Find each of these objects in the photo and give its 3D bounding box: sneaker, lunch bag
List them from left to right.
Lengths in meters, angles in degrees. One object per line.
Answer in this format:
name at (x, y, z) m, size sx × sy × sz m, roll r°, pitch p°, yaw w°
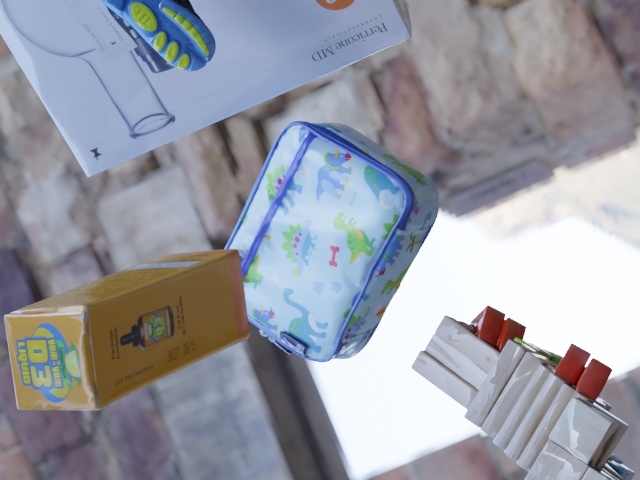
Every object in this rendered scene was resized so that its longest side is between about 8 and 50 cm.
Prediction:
sneaker at (-0.173, -0.235, 1.671) m, size 0.188 × 0.067 × 0.078 m, roll 49°, pitch 180°, yaw -13°
lunch bag at (0.000, 0.000, 1.772) m, size 0.176 × 0.219 × 0.090 m, roll 36°, pitch -162°, yaw 24°

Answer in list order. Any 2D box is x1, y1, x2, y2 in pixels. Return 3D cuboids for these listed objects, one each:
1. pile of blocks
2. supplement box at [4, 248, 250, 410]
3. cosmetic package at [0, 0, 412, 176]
pile of blocks at (0.217, 0.147, 1.599) m, size 0.149 × 0.112 × 0.362 m, roll 27°, pitch -172°, yaw -25°
supplement box at (-0.141, 0.064, 1.347) m, size 0.233 × 0.080 × 0.078 m, roll -22°, pitch -72°, yaw -65°
cosmetic package at (-0.135, -0.264, 1.795) m, size 0.097 × 0.377 × 0.284 m, roll -92°, pitch -24°, yaw -58°
